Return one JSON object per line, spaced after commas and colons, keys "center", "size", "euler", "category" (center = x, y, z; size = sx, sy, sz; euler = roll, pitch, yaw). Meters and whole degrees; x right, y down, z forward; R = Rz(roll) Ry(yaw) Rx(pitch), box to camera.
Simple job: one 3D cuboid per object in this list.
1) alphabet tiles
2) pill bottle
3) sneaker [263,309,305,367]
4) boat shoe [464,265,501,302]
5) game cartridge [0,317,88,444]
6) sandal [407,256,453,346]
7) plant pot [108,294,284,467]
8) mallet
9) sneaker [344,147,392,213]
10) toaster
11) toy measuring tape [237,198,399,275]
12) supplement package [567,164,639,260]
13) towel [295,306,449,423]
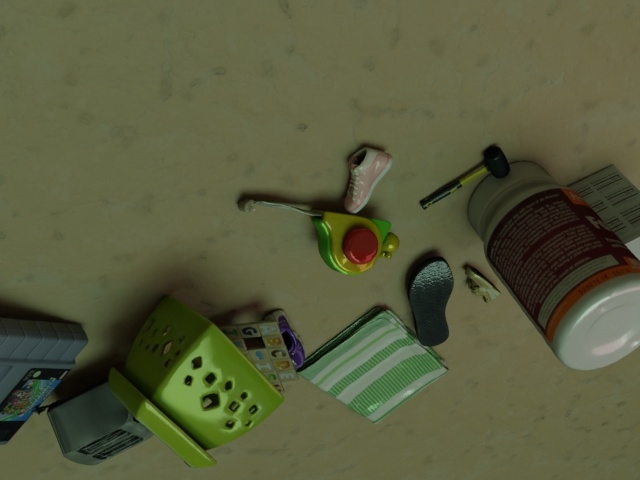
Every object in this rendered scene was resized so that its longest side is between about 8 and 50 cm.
{"center": [-0.158, 0.248, 1.836], "size": [0.198, 0.009, 0.237], "euler": [-7, 135, 10], "category": "alphabet tiles"}
{"center": [0.453, 0.035, 1.720], "size": [0.224, 0.392, 0.224], "euler": [-14, 134, -15], "category": "pill bottle"}
{"center": [-0.073, 0.219, 1.860], "size": [0.068, 0.071, 0.170], "euler": [-27, 136, -1], "category": "sneaker"}
{"center": [0.350, 0.101, 1.974], "size": [0.045, 0.050, 0.135], "euler": [-45, 134, 9], "category": "boat shoe"}
{"center": [-0.602, 0.279, 1.625], "size": [0.355, 0.068, 0.230], "euler": [-47, 146, 18], "category": "game cartridge"}
{"center": [0.231, 0.129, 1.942], "size": [0.097, 0.054, 0.254], "euler": [-9, 133, -6], "category": "sandal"}
{"center": [-0.241, 0.265, 1.638], "size": [0.207, 0.227, 0.228], "euler": [-48, 119, -14], "category": "plant pot"}
{"center": [0.286, -0.110, 1.768], "size": [0.189, 0.039, 0.062], "euler": [-36, 132, 13], "category": "mallet"}
{"center": [0.068, -0.114, 1.646], "size": [0.070, 0.051, 0.134], "euler": [20, 116, -35], "category": "sneaker"}
{"center": [-0.427, 0.349, 1.747], "size": [0.185, 0.110, 0.168], "euler": [-26, 157, -2], "category": "toaster"}
{"center": [0.000, 0.000, 1.667], "size": [0.330, 0.121, 0.121], "euler": [8, 125, -26], "category": "toy measuring tape"}
{"center": [0.613, -0.007, 1.895], "size": [0.149, 0.203, 0.194], "euler": [-25, 135, -4], "category": "supplement package"}
{"center": [0.129, 0.292, 2.048], "size": [0.248, 0.038, 0.325], "euler": [-38, 135, 11], "category": "towel"}
